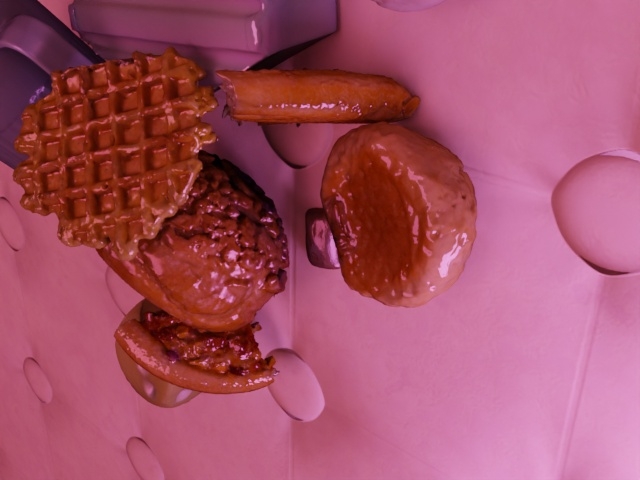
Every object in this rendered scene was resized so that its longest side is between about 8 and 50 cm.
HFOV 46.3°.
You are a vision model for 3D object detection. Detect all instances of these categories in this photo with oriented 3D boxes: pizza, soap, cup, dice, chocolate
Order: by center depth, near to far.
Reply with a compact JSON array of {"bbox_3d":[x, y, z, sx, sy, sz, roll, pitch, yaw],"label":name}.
[{"bbox_3d":[-0.058,-0.192,0.997,0.288,0.280,0.075,9,100,52],"label":"pizza"},{"bbox_3d":[-0.191,-0.357,1.092,0.446,0.156,0.261,16,122,38],"label":"soap"},{"bbox_3d":[0.000,0.000,1.172,0.064,0.031,0.100,10,115,35],"label":"chocolate"},{"bbox_3d":[-0.462,-0.262,1.254,0.331,0.256,0.311,-26,131,30],"label":"cup"},{"bbox_3d":[-0.197,0.152,1.311,0.289,0.228,0.081,19,142,-1],"label":"pizza"},{"bbox_3d":[-0.277,0.201,1.429,0.166,0.169,0.169,44,134,21],"label":"dice"}]

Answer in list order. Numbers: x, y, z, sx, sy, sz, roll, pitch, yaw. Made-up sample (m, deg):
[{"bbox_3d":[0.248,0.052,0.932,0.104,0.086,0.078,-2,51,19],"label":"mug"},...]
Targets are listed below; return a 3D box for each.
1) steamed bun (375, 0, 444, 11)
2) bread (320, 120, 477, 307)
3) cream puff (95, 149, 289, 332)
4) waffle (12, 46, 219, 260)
[{"bbox_3d":[0.088,-0.362,0.841,0.228,0.131,0.177,44,123,22],"label":"steamed bun"},{"bbox_3d":[0.105,-0.035,0.982,0.244,0.134,0.244,22,123,39],"label":"bread"},{"bbox_3d":[-0.191,-0.017,1.187,0.327,0.343,0.231,40,95,-2],"label":"cream puff"},{"bbox_3d":[-0.291,-0.135,1.031,0.312,0.060,0.307,27,92,20],"label":"waffle"}]
